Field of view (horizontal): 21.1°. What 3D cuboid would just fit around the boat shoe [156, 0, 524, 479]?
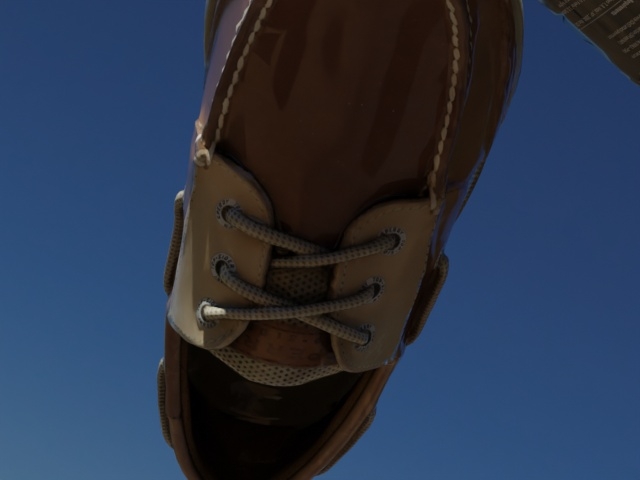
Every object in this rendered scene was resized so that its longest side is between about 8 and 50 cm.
[{"bbox_3d":[0.000,0.000,0.653,0.123,0.116,0.324,10,-37,-1],"label":"boat shoe"}]

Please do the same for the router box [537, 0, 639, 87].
[{"bbox_3d":[0.166,-0.235,0.710,0.243,0.309,0.081,39,-16,-4],"label":"router box"}]
